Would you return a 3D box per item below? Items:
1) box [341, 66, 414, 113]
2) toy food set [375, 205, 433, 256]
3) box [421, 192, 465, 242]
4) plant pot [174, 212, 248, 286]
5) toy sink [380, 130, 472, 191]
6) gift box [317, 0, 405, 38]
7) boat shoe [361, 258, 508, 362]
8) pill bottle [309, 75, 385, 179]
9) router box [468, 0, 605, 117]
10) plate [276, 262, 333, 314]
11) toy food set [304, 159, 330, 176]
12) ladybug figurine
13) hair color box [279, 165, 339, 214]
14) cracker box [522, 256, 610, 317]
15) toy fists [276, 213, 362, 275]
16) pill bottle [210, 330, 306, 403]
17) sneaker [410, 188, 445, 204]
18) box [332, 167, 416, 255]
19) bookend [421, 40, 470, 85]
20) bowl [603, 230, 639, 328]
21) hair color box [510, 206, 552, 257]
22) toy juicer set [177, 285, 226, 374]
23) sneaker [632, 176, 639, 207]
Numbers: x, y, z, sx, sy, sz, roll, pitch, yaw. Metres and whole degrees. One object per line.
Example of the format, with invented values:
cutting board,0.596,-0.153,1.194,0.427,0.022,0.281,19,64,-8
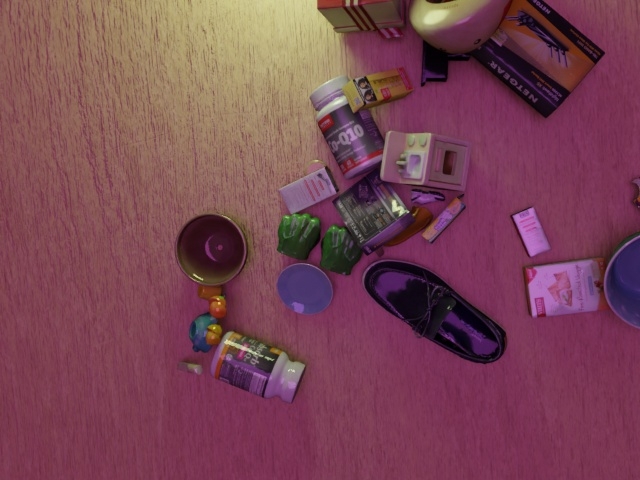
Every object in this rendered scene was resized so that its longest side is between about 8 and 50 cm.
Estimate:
box,0.176,-0.454,1.860,0.058,0.232,0.087,-27,87,52
toy food set,0.239,-0.047,1.922,0.217,0.128,0.071,-34,64,12
box,0.387,-0.068,1.899,0.043,0.105,0.179,42,98,11
plant pot,-0.342,0.027,2.010,0.237,0.110,0.238,0,93,9
toy sink,0.316,-0.235,1.832,0.234,0.131,0.153,6,94,-30
gift box,0.146,-0.747,1.819,0.276,0.258,0.255,5,94,16
boat shoe,0.351,0.216,1.897,0.500,0.156,0.187,33,99,7
pill bottle,0.086,-0.346,1.900,0.161,0.161,0.283,-27,89,9
router box,0.631,-0.551,1.813,0.309,0.081,0.243,41,78,4
plate,-0.049,0.154,1.994,0.188,0.024,0.188,6,116,12
toy food set,-0.010,-0.217,1.992,0.082,0.020,0.083,-28,88,9
ladybug figurine,0.413,-0.683,1.759,0.304,0.450,0.162,-3,138,31
hair color box,-0.036,-0.160,1.967,0.167,0.053,0.093,-23,100,18
cracker box,0.744,0.142,1.877,0.232,0.067,0.156,-9,91,9
toy fists,0.000,0.000,1.967,0.279,0.096,0.142,20,108,6
pill bottle,-0.198,0.410,1.983,0.278,0.162,0.162,20,96,6
sneaker,0.336,-0.133,1.942,0.109,0.040,0.044,9,111,11
box,0.159,-0.091,1.892,0.183,0.056,0.231,-36,48,8
bookend,0.389,-0.554,1.889,0.157,0.072,0.156,2,94,8
bowl,0.964,0.089,1.773,0.311,0.163,0.312,4,110,12
hair color box,0.644,-0.026,1.895,0.071,0.043,0.141,-23,91,9
toy juicer set,-0.361,0.310,1.995,0.089,0.209,0.329,13,98,-32
sneaker,0.976,-0.100,1.837,0.083,0.069,0.186,-9,91,25
